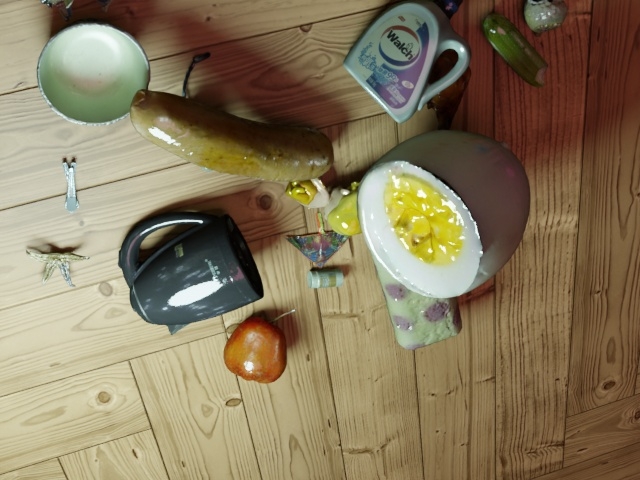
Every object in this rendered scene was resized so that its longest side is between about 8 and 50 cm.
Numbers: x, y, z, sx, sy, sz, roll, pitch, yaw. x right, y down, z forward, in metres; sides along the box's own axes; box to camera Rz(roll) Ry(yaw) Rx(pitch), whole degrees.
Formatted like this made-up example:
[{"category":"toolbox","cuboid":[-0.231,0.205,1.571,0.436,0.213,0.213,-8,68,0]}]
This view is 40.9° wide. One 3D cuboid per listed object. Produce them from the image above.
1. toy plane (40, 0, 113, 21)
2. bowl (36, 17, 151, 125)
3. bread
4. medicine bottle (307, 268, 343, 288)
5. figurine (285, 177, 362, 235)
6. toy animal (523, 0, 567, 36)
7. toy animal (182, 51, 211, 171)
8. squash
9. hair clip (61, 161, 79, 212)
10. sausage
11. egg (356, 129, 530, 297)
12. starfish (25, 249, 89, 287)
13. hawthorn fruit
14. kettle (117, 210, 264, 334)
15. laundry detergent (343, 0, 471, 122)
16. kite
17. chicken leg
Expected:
[{"category":"toy plane","cuboid":[-0.426,-0.531,1.574,0.262,0.088,0.192,-51,130,4]},{"category":"bowl","cuboid":[-0.444,-0.340,1.667,0.211,0.112,0.211,-10,126,-14]},{"category":"bread","cuboid":[0.246,0.114,2.189,0.187,0.155,0.338,-19,127,-2]},{"category":"medicine bottle","cuboid":[0.012,0.096,2.159,0.083,0.047,0.047,-4,123,-18]},{"category":"figurine","cuboid":[0.039,-0.086,2.012,0.246,0.131,0.156,20,133,-15]},{"category":"toy animal","cuboid":[0.499,-0.514,1.926,0.098,0.137,0.098,0,85,0]},{"category":"toy animal","cuboid":[-0.262,-0.267,1.821,0.079,0.070,0.253,-31,122,-44]},{"category":"squash","cuboid":[0.450,-0.431,1.959,0.069,0.069,0.239,-45,125,12]},{"category":"hair clip","cuboid":[-0.532,-0.113,1.831,0.030,0.039,0.115,-8,122,-21]},{"category":"sausage","cuboid":[-0.172,-0.203,1.789,0.501,0.123,0.136,8,95,-39]},{"category":"egg","cuboid":[0.309,-0.091,1.921,0.340,0.354,0.354,-34,134,-36]},{"category":"starfish","cuboid":[-0.575,0.048,1.917,0.130,0.041,0.133,-17,133,2]},{"category":"hawthorn fruit","cuboid":[-0.150,0.252,2.154,0.163,0.162,0.203,16,93,-28]},{"category":"kettle","cuboid":[-0.311,0.062,1.952,0.290,0.207,0.268,-23,98,6]},{"category":"laundry detergent","cuboid":[0.207,-0.411,1.832,0.280,0.105,0.215,-43,96,11]},{"category":"kite","cuboid":[0.000,0.000,2.115,0.190,0.010,0.159,-8,122,-17]},{"category":"chicken leg","cuboid":[0.291,-0.307,1.979,0.113,0.093,0.304,-22,132,-19]}]
